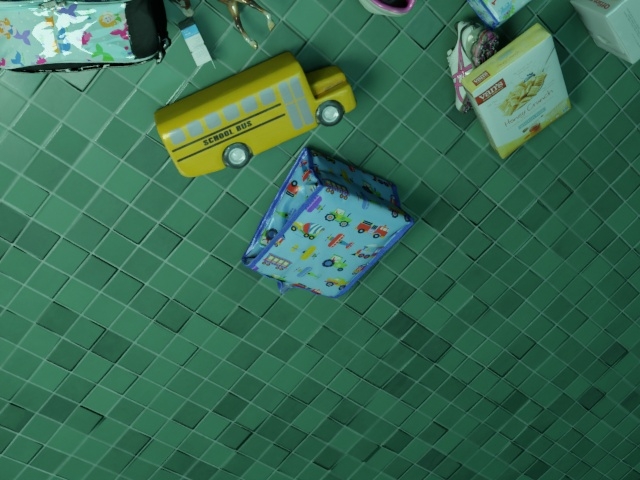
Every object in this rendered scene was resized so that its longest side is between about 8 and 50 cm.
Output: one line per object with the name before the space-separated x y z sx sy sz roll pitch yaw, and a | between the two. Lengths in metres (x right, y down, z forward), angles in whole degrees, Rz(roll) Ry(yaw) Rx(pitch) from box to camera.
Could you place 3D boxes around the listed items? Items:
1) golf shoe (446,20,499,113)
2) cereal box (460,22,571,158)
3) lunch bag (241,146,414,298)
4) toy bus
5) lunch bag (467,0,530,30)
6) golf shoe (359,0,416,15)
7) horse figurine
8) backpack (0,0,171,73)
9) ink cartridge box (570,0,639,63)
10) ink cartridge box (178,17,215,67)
golf shoe | 0.275 -0.325 1.480 0.067 0.086 0.186 -34 147 -30
cereal box | 0.374 -0.275 1.494 0.173 0.047 0.240 -37 145 7
lunch bag | 0.000 0.000 1.550 0.220 0.138 0.293 20 120 -28
toy bus | -0.112 -0.227 1.388 0.332 0.108 0.130 -25 121 -2
lunch bag | 0.310 -0.468 1.389 0.128 0.096 0.151 -38 93 6
golf shoe | 0.057 -0.484 1.276 0.115 0.140 0.306 -43 120 11
horse figurine | -0.112 -0.439 1.279 0.174 0.066 0.263 41 113 -9
backpack | -0.371 -0.343 1.177 0.253 0.225 0.191 -11 118 1
ink cartridge box | 0.585 -0.443 1.464 0.176 0.128 0.127 -42 121 8
ink cartridge box | -0.208 -0.327 1.336 0.028 0.048 0.083 -25 122 -2
